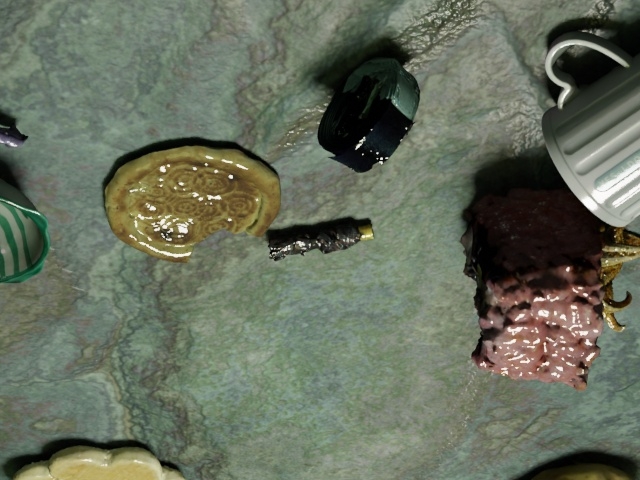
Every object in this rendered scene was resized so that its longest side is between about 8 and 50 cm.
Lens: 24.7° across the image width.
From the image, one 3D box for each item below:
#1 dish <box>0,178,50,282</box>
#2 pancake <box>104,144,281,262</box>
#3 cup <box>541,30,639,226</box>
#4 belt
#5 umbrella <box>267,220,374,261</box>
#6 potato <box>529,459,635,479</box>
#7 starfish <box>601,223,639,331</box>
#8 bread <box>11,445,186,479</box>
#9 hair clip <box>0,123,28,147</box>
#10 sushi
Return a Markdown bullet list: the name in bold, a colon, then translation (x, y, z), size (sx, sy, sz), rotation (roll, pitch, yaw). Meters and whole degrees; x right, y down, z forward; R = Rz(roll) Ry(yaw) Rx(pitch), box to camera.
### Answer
- **dish**: translation (-0.452, -0.024, 1.844), size (0.246, 0.078, 0.224), rotation (-17, 143, 18)
- **pancake**: translation (-0.166, -0.049, 1.882), size (0.235, 0.029, 0.212), rotation (-22, 137, 19)
- **cup**: translation (0.370, -0.147, 1.702), size (0.221, 0.167, 0.202), rotation (29, 128, -37)
- **belt**: translation (0.056, -0.148, 1.703), size (0.058, 0.105, 0.140), rotation (34, 84, -39)
- **umbrella**: translation (0.000, 0.000, 1.951), size (0.144, 0.040, 0.037), rotation (-10, 132, 5)
- **potato**: translation (0.406, 0.468, 2.495), size (0.296, 0.141, 0.191), rotation (-34, 149, 31)
- **starfish**: translation (0.410, 0.034, 1.973), size (0.074, 0.146, 0.190), rotation (22, 136, 21)
- **bread**: translation (-0.368, 0.423, 2.434), size (0.316, 0.054, 0.316), rotation (-2, 142, -2)
- **hair clip**: translation (-0.469, -0.144, 1.672), size (0.278, 0.137, 0.090), rotation (30, 95, -36)
- **sushi**: translation (0.270, 0.068, 1.877), size (0.171, 0.270, 0.236), rotation (1, 129, -1)
